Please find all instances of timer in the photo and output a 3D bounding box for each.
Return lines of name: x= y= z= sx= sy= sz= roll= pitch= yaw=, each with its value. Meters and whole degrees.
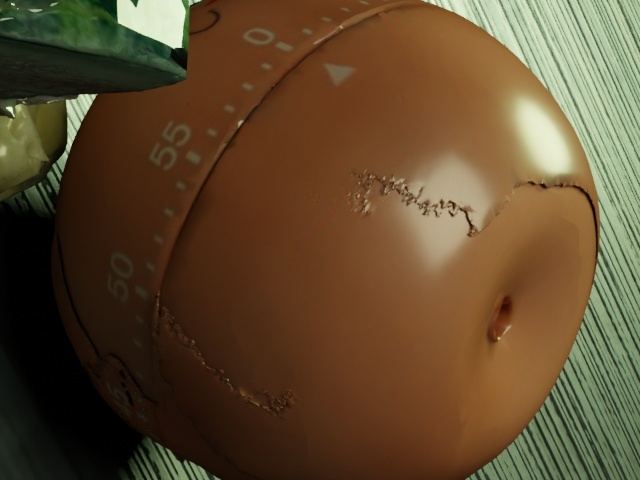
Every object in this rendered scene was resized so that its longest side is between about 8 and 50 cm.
timer: x=0.000 y=0.000 z=0.725 sx=0.229 sy=0.215 sz=0.229 roll=-33 pitch=133 yaw=-42

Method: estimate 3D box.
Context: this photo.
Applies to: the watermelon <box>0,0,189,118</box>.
watermelon: x=-0.193 y=-0.115 z=0.468 sx=0.305 sy=0.180 sz=0.224 roll=4 pitch=41 yaw=-21

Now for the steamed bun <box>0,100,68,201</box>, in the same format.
steamed bun: x=-0.198 y=-0.089 z=0.615 sx=0.292 sy=0.137 sz=0.295 roll=36 pitch=49 yaw=-37
